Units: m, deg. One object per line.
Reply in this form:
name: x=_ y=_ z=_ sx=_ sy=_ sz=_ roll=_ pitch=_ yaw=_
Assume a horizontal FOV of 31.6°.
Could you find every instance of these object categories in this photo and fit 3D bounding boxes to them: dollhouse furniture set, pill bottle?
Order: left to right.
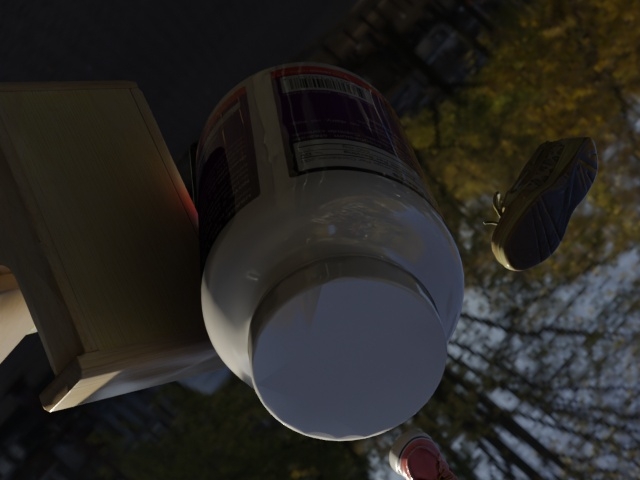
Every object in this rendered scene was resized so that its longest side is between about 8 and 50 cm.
dollhouse furniture set: x=-0.269 y=0.076 z=1.017 sx=0.362 sy=0.256 sz=0.394 roll=-8 pitch=155 yaw=-44
pill bottle: x=0.000 y=0.000 z=0.840 sx=0.181 sy=0.181 sz=0.323 roll=-49 pitch=-157 yaw=18

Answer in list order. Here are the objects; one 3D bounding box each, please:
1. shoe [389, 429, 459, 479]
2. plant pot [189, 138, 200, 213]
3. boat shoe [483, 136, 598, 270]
shoe: x=0.154 y=0.310 z=1.460 sx=0.063 sy=0.081 sz=0.178 roll=-45 pitch=138 yaw=-10
plant pot: x=-0.062 y=-0.059 z=1.541 sx=0.187 sy=0.167 sz=0.188 roll=-48 pitch=136 yaw=-70
boat shoe: x=0.317 y=-0.055 z=1.671 sx=0.089 sy=0.104 sz=0.285 roll=8 pitch=-142 yaw=37
